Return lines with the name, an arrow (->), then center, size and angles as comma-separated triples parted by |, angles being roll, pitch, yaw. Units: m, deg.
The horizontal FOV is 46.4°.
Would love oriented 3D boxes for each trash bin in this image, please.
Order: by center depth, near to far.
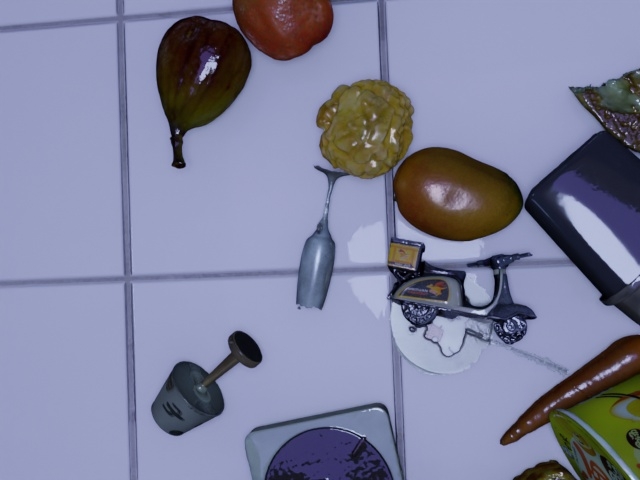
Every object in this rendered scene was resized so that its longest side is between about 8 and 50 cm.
trash bin -> 0.494, -0.018, 1.220 | 0.209, 0.182, 0.290 | -43, 78, 6

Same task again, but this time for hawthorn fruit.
hawthorn fruit -> -0.063, -0.408, 1.305 | 0.189, 0.189, 0.189 | 0, 88, 7

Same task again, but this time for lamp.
lamp -> -0.203, 0.252, 1.322 | 0.214, 0.121, 0.121 | -42, 84, 18

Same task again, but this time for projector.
projector -> 0.019, 0.435, 1.311 | 0.259, 0.079, 0.257 | -13, 87, 7

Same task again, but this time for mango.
mango -> 0.230, -0.073, 1.280 | 0.221, 0.120, 0.151 | 25, 96, 8

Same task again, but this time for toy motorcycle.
toy motorcycle -> 0.242, 0.085, 1.285 | 0.263, 0.091, 0.157 | 9, 82, 11

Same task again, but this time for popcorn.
popcorn -> 0.077, -0.195, 1.291 | 0.180, 0.170, 0.180 | -1, 102, -6

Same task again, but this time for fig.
fig -> -0.223, -0.258, 1.328 | 0.170, 0.145, 0.274 | 12, 82, 14

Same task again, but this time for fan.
fan -> 0.280, 0.170, 1.321 | 0.329, 0.009, 0.191 | 20, 88, 10

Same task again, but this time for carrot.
carrot -> 0.445, 0.253, 1.279 | 0.336, 0.069, 0.069 | -36, 84, 11

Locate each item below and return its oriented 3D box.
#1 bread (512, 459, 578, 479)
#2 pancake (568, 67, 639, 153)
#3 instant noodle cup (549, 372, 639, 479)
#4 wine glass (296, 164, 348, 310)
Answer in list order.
bread -> 0.386, 0.499, 1.257 | 0.181, 0.096, 0.222 | -28, 84, 3
pancake -> 0.615, -0.225, 1.275 | 0.376, 0.054, 0.197 | 18, 92, 6
instant noodle cup -> 0.542, 0.334, 1.153 | 0.221, 0.311, 0.311 | -33, 84, -4
wine glass -> 0.000, 0.000, 1.337 | 0.074, 0.074, 0.262 | 10, 91, 8
